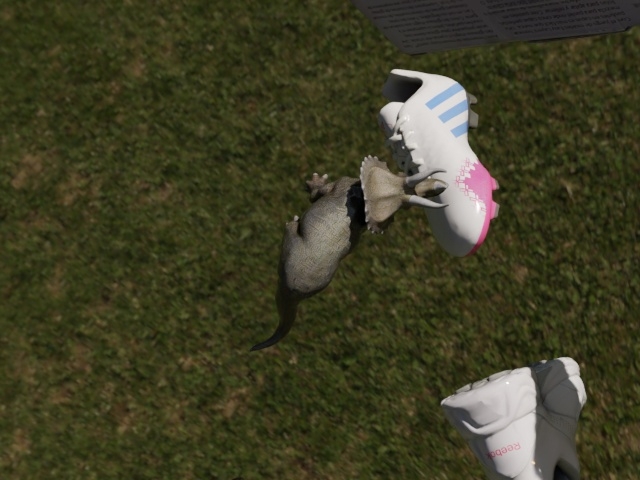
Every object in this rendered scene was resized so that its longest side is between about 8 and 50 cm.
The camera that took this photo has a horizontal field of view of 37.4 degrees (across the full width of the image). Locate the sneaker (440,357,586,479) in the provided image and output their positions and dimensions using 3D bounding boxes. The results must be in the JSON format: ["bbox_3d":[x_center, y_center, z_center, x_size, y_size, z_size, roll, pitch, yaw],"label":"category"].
[{"bbox_3d":[0.168,0.161,0.758,0.090,0.232,0.115,-26,76,26],"label":"sneaker"}]

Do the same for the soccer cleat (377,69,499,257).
[{"bbox_3d":[0.141,-0.109,1.259,0.331,0.143,0.116,-91,23,-47],"label":"soccer cleat"}]

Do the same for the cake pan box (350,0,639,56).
[{"bbox_3d":[0.051,-0.181,0.400,0.267,0.245,0.070,7,64,55],"label":"cake pan box"}]

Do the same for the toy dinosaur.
[{"bbox_3d":[0.000,0.000,1.119,0.313,0.160,0.121,-43,96,2],"label":"toy dinosaur"}]

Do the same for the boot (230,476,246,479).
[{"bbox_3d":[-0.039,0.231,0.757,0.087,0.118,0.042,33,88,17],"label":"boot"}]
